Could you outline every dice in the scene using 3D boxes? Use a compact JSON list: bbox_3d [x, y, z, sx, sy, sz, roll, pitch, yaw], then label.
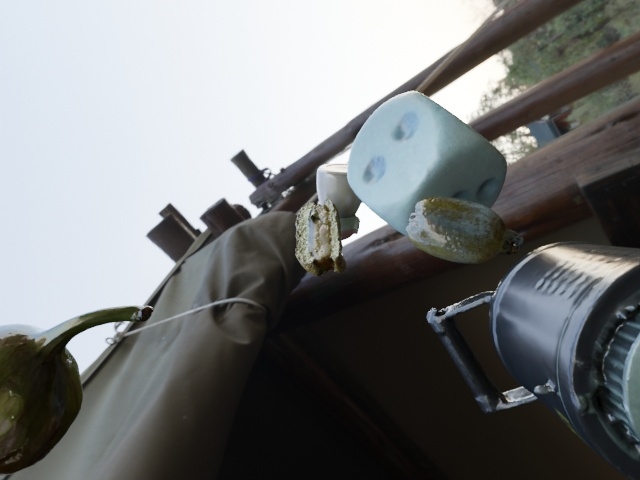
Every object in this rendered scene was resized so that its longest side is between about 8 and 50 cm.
[{"bbox_3d":[0.242,-0.164,1.006,0.268,0.263,0.265,20,-155,-42],"label":"dice"}]

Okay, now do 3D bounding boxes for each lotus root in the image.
[{"bbox_3d":[0.249,-0.016,0.744,0.088,0.192,0.113,53,-124,-67],"label":"lotus root"}]

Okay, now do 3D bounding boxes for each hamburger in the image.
[{"bbox_3d":[0.000,0.000,1.180,0.262,0.124,0.131,-92,-13,-47],"label":"hamburger"}]

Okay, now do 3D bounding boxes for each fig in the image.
[{"bbox_3d":[-0.282,0.128,0.439,0.149,0.245,0.149,49,-169,-13],"label":"fig"}]

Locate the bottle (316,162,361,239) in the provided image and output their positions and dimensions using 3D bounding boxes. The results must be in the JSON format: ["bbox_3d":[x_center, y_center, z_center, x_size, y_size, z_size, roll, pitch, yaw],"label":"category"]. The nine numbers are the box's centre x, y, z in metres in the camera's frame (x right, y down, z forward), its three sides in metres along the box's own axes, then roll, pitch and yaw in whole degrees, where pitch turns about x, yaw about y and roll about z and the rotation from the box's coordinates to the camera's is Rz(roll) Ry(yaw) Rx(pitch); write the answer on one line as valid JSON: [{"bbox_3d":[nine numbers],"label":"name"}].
[{"bbox_3d":[0.061,-0.110,1.327,0.147,0.147,0.237,-38,-46,-57],"label":"bottle"}]

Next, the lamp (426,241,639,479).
[{"bbox_3d":[0.299,0.111,0.437,0.205,0.374,0.272,59,-157,1],"label":"lamp"}]
